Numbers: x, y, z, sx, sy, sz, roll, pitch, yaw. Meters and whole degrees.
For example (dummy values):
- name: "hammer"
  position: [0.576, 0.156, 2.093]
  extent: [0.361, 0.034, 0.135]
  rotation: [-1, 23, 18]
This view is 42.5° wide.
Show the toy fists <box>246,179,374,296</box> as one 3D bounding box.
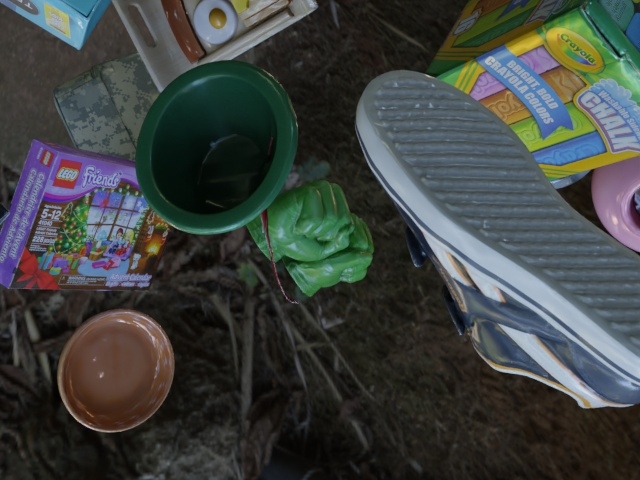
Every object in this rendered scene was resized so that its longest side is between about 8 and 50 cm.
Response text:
- name: "toy fists"
  position: [0.000, 0.000, 1.262]
  extent: [0.142, 0.096, 0.279]
  rotation: [-31, 149, 6]

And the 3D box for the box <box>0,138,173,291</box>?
- name: "box"
  position: [-0.332, -0.026, 1.225]
  extent: [0.293, 0.057, 0.201]
  rotation: [7, 106, -62]

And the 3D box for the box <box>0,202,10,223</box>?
- name: "box"
  position: [-0.442, -0.096, 0.773]
  extent: [0.290, 0.169, 0.087]
  rotation: [50, 65, -20]

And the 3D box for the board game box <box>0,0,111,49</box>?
- name: "board game box"
  position: [-0.268, -0.402, 0.826]
  extent: [0.253, 0.079, 0.336]
  rotation: [31, 70, -14]

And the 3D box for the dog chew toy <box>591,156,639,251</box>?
- name: "dog chew toy"
  position: [0.534, -0.115, 1.262]
  extent: [0.206, 0.332, 0.207]
  rotation: [12, 121, 20]

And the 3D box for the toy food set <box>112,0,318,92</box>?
- name: "toy food set"
  position: [-0.169, -0.375, 1.200]
  extent: [0.306, 0.092, 0.220]
  rotation: [-21, 100, 32]

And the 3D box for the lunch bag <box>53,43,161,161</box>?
- name: "lunch bag"
  position: [-0.301, -0.199, 1.532]
  extent: [0.256, 0.212, 0.305]
  rotation: [-27, 83, 7]

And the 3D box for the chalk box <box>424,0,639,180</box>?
- name: "chalk box"
  position: [0.279, -0.197, 0.827]
  extent: [0.179, 0.180, 0.289]
  rotation: [43, 149, -19]

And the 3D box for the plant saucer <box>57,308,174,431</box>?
- name: "plant saucer"
  position: [-0.335, 0.210, 1.345]
  extent: [0.200, 0.037, 0.200]
  rotation: [-1, 92, -38]

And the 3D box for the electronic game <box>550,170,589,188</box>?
- name: "electronic game"
  position: [0.481, -0.220, 1.743]
  extent: [0.229, 0.048, 0.229]
  rotation: [4, 109, 13]

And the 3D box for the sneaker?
- name: "sneaker"
  position: [0.137, 0.011, 0.650]
  extent: [0.126, 0.321, 0.127]
  rotation: [-36, 165, -33]

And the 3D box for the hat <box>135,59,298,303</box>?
- name: "hat"
  position: [-0.088, -0.067, 0.906]
  extent: [0.209, 0.173, 0.183]
  rotation: [-68, 162, -5]
